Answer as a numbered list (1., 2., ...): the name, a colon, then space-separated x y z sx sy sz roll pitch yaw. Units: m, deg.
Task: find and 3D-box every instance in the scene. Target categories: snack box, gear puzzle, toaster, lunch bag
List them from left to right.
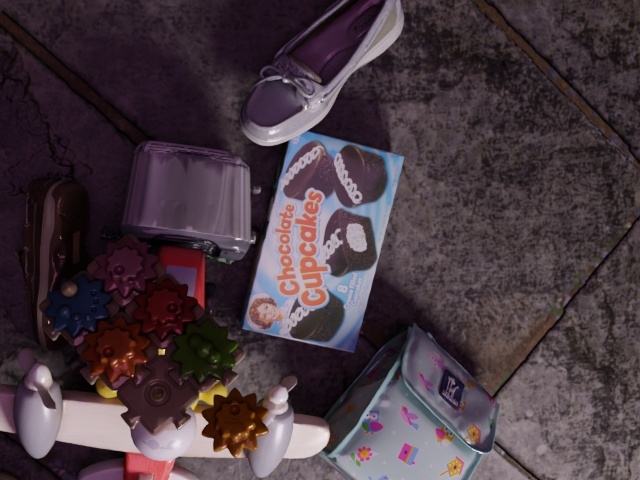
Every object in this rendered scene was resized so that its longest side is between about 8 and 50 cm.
1. gear puzzle: -0.201 0.145 1.126 0.175 0.044 0.339 -41 75 -19
2. toaster: -0.203 -0.057 1.301 0.227 0.129 0.146 7 78 -10
3. snack box: 0.000 0.000 1.397 0.187 0.060 0.322 13 93 -13
4. lunch bag: 0.148 0.293 1.416 0.223 0.160 0.262 43 74 -11

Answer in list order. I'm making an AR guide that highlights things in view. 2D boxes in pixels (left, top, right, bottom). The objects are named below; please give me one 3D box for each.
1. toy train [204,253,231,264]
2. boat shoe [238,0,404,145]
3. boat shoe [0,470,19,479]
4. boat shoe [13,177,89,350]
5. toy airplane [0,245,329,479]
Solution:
1. toy train: -0.173 0.019 1.376 0.083 0.024 0.017 20 91 -14
2. boat shoe: 0.000 -0.274 1.328 0.320 0.103 0.118 -41 72 -9
3. boat shoe: -0.455 0.499 1.318 0.109 0.098 0.302 -13 99 -12
4. boat shoe: -0.398 0.031 1.302 0.095 0.095 0.257 16 104 24
5. toy airplane: -0.232 0.251 1.248 0.386 0.272 0.384 -36 105 -4
